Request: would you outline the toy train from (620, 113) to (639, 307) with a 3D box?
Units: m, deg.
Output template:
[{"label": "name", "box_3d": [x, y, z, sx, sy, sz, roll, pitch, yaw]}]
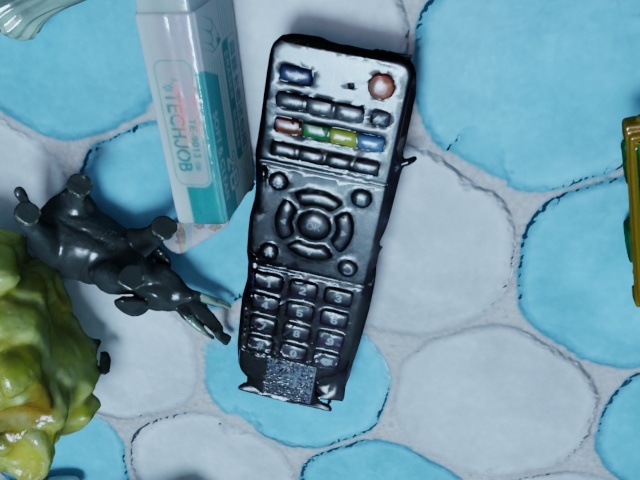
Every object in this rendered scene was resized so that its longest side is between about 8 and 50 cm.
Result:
[{"label": "toy train", "box_3d": [0.304, -0.014, 0.609, 0.091, 0.136, 0.228, -7, 122, 15]}]

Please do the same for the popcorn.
[{"label": "popcorn", "box_3d": [-0.354, 0.120, 0.784, 0.215, 0.252, 0.286, -32, 127, -17]}]

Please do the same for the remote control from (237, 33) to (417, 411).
[{"label": "remote control", "box_3d": [0.000, 0.000, 0.724, 0.144, 0.062, 0.399, 12, 121, 3]}]

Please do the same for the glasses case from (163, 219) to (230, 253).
[{"label": "glasses case", "box_3d": [-0.129, -0.014, 0.766, 0.083, 0.021, 0.032, -28, 110, 25]}]

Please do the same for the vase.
[{"label": "vase", "box_3d": [-0.219, -0.222, 0.627, 0.148, 0.081, 0.081, -18, 116, 25]}]

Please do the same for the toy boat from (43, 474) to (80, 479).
[{"label": "toy boat", "box_3d": [-0.401, 0.403, 1.058, 0.227, 0.085, 0.155, -31, 120, 14]}]

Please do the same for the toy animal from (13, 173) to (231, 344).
[{"label": "toy animal", "box_3d": [-0.187, 0.024, 0.749, 0.269, 0.082, 0.137, 34, 157, -11]}]

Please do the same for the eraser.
[{"label": "eraser", "box_3d": [-0.104, -0.131, 0.645, 0.052, 0.095, 0.225, 4, 122, 14]}]
